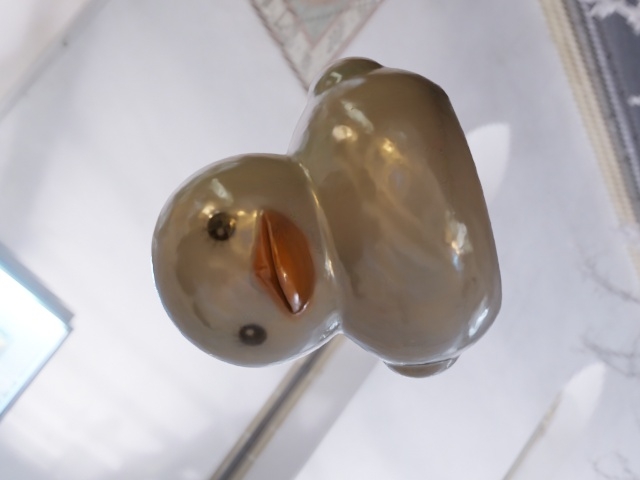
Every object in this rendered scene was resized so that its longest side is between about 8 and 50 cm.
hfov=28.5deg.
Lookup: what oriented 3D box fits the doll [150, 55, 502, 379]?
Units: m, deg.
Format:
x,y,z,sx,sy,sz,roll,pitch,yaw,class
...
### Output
x,y,z,sx,sy,sz,roll,pitch,yaw,class
0.000,0.000,0.803,0.221,0.221,0.251,38,7,-4,doll
